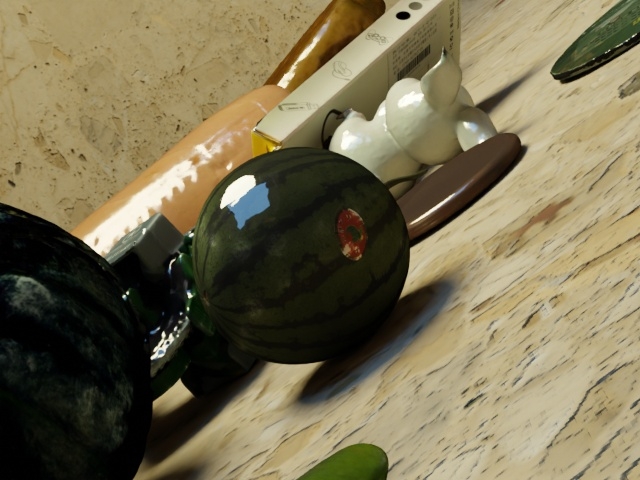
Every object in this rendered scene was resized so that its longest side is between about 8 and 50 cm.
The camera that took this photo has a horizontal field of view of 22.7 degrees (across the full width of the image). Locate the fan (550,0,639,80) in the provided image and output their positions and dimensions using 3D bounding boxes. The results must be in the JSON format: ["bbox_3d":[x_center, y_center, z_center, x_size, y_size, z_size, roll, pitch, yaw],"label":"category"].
[{"bbox_3d":[0.269,-0.202,1.068,0.223,0.012,0.294,-30,12,48],"label":"fan"}]

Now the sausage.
[{"bbox_3d":[-0.105,-0.002,1.223,0.304,0.121,0.121,-41,8,-16],"label":"sausage"}]

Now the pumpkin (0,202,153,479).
[{"bbox_3d":[-0.193,0.089,0.794,0.233,0.163,0.233,-22,44,23],"label":"pumpkin"}]

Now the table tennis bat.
[{"bbox_3d":[0.025,-0.059,0.958,0.170,0.119,0.107,-28,12,47],"label":"table tennis bat"}]

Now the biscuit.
[{"bbox_3d":[-0.069,-0.075,1.495,0.381,0.074,0.359,-59,7,-28],"label":"biscuit"}]

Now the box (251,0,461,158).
[{"bbox_3d":[0.023,-0.081,1.152,0.247,0.033,0.129,-43,-32,-35],"label":"box"}]

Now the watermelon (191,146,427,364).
[{"bbox_3d":[0.000,0.000,0.775,0.133,0.105,0.105,-35,6,-20],"label":"watermelon"}]

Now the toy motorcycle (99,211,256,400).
[{"bbox_3d":[-0.140,0.070,0.990,0.275,0.125,0.187,-29,21,39],"label":"toy motorcycle"}]

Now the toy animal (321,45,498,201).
[{"bbox_3d":[0.061,-0.073,1.048,0.124,0.071,0.085,-34,7,27],"label":"toy animal"}]

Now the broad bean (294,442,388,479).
[{"bbox_3d":[-0.056,0.140,0.429,0.060,0.043,0.297,-18,19,37],"label":"broad bean"}]
